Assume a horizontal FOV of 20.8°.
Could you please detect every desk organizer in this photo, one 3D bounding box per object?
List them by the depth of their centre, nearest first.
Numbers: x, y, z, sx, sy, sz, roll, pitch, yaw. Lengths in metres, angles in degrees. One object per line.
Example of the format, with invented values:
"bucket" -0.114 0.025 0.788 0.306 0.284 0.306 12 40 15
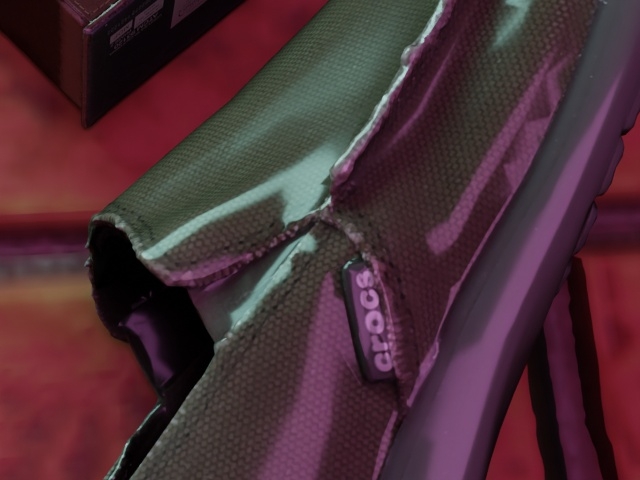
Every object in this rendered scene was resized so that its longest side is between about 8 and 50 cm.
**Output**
"desk organizer" -0.022 -0.091 0.401 0.050 0.047 0.130 44 69 10

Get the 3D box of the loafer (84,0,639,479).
"loafer" 0.000 0.000 0.346 0.087 0.094 0.251 22 68 -6
